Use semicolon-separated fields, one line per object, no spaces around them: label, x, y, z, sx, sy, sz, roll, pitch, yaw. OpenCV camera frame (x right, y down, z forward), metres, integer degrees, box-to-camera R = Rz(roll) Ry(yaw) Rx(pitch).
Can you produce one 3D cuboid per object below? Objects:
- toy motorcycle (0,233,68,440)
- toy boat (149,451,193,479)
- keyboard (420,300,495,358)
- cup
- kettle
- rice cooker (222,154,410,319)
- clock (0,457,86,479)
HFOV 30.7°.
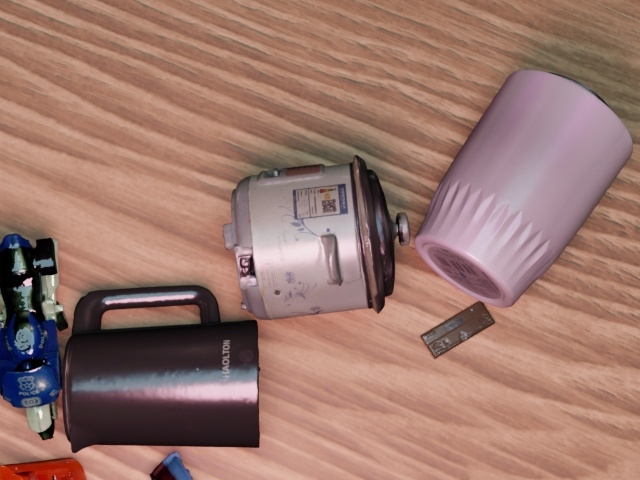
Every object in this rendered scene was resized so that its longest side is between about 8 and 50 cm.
toy motorcycle;-0.467;0.151;1.867;0.125;0.196;0.331;-9;77;-8
toy boat;-0.192;0.443;1.872;0.097;0.100;0.223;-20;76;-36
keyboard;0.240;0.156;2.038;0.129;0.015;0.049;-30;75;-13
cup;0.341;-0.089;1.998;0.253;0.253;0.371;35;77;4
kettle;-0.250;0.203;1.872;0.308;0.203;0.262;-1;88;-3
rice cooker;0.000;0.000;1.916;0.317;0.316;0.264;-9;101;-9
clock;-0.433;0.401;1.827;0.061;0.155;0.113;-15;78;30
